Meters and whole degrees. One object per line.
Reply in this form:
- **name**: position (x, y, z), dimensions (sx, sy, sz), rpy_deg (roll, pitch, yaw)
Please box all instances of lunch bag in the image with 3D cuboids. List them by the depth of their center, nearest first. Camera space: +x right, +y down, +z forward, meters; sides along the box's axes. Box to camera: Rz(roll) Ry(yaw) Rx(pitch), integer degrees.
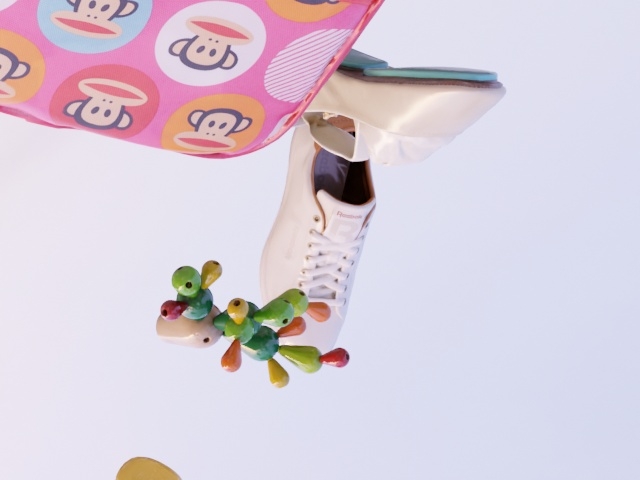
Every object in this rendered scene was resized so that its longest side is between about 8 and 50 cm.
- **lunch bag**: position (-0.101, -0.179, 1.064), dimensions (0.258, 0.293, 0.120), rpy_deg (-50, -140, 37)

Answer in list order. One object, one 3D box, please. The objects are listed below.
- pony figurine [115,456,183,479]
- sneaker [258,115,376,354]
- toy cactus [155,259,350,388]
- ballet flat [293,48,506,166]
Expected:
- **pony figurine**: position (-0.054, 0.301, 1.529), dimensions (0.303, 0.351, 0.363), rpy_deg (-58, -178, -13)
- **sneaker**: position (0.000, 0.000, 2.136), dimensions (0.106, 0.290, 0.123), rpy_deg (2, -172, -20)
- **toy cactus**: position (-0.092, 0.092, 1.933), dimensions (0.180, 0.219, 0.112), rpy_deg (-7, -110, 43)
- **ballet flat**: position (0.042, -0.091, 1.334), dimensions (0.086, 0.086, 0.248), rpy_deg (-44, -150, -16)
